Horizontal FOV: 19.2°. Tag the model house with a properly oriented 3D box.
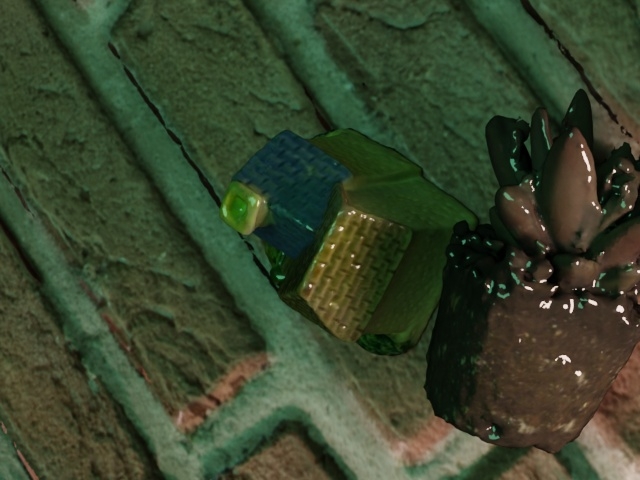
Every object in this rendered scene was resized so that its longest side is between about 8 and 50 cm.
[{"bbox_3d":[0.000,0.000,1.834,0.214,0.189,0.195,38,108,25],"label":"model house"}]

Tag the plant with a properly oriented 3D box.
[{"bbox_3d":[0.209,0.025,1.684,0.194,0.182,0.320,-118,40,-63],"label":"plant"}]
